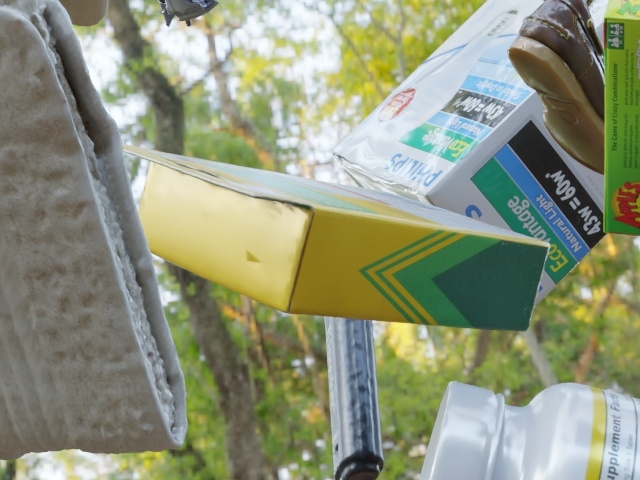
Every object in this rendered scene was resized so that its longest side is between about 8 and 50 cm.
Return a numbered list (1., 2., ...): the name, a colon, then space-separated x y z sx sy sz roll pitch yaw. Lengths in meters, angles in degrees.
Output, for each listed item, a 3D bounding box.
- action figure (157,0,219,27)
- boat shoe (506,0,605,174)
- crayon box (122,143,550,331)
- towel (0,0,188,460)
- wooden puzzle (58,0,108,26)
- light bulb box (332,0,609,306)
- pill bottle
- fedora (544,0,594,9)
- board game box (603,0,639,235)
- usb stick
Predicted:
1. action figure: -0.146 -0.272 1.032 0.099 0.185 0.285 -28 -7 13
2. boat shoe: 0.222 -0.129 1.055 0.073 0.073 0.207 26 -13 33
3. crayon box: 0.000 0.000 1.003 0.323 0.083 0.203 9 8 -43
4. towel: -0.193 -0.003 0.710 0.187 0.282 0.049 -6 20 19
5. wooden puzzle: -0.324 -0.340 1.261 0.239 0.044 0.220 16 -57 10
6. light bulb box: 0.259 -0.137 1.698 0.361 0.358 0.225 -44 -68 -5
7. pill bottle: 0.242 0.217 0.953 0.334 0.187 0.188 14 -27 5
8. fedora: 0.224 -0.275 1.152 0.079 0.194 0.194 26 -23 15
9. board game box: 0.236 -0.080 0.832 0.092 0.043 0.181 7 -45 20
10. usb stick: 0.030 0.122 1.310 0.045 0.278 0.077 9 -36 -18
